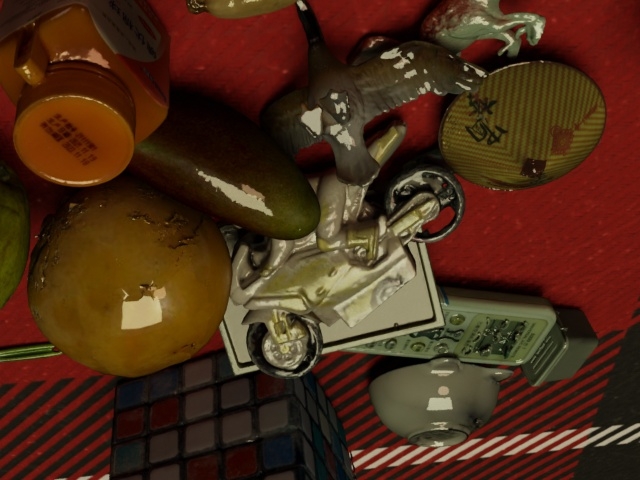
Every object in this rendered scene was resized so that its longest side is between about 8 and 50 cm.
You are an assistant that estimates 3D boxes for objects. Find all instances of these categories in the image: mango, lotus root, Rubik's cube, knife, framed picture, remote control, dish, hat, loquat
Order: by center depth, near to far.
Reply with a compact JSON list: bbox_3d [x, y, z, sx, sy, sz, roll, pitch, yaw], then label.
[{"bbox_3d":[-0.060,-0.258,0.914,0.151,0.062,0.073,-16,113,5],"label":"lotus root"},{"bbox_3d":[-0.114,-0.088,1.015,0.268,0.133,0.111,27,110,-9],"label":"mango"},{"bbox_3d":[0.232,-0.102,1.052,0.193,0.082,0.193,-1,137,0],"label":"hat"},{"bbox_3d":[-0.215,0.038,1.068,0.235,0.235,0.235,-5,136,-4],"label":"loquat"},{"bbox_3d":[-0.003,0.049,1.204,0.290,0.020,0.211,-14,111,5],"label":"framed picture"},{"bbox_3d":[-0.448,0.161,1.305,0.184,0.026,0.022,-6,106,-5],"label":"knife"},{"bbox_3d":[0.159,0.110,1.319,0.336,0.065,0.128,7,132,-16],"label":"remote control"},{"bbox_3d":[-0.118,0.355,1.366,0.293,0.291,0.286,-17,134,10],"label":"Rubik's cube"},{"bbox_3d":[0.187,0.259,1.414,0.228,0.086,0.236,-12,150,18],"label":"dish"}]

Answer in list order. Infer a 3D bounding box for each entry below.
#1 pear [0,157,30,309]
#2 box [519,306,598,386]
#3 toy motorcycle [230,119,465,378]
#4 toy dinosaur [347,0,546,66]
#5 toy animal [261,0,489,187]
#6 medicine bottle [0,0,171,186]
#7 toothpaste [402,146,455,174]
[{"bbox_3d":[-0.433,0.011,1.023,0.269,0.212,0.212,-40,129,8],"label":"pear"},{"bbox_3d":[0.349,0.155,1.386,0.069,0.084,0.122,2,136,-22],"label":"box"},{"bbox_3d":[0.000,0.000,1.122,0.341,0.108,0.223,-42,97,13],"label":"toy motorcycle"},{"bbox_3d":[0.154,-0.236,0.973,0.167,0.053,0.242,20,138,-17],"label":"toy dinosaur"},{"bbox_3d":[0.022,-0.161,0.958,0.273,0.160,0.197,-19,121,19],"label":"toy animal"},{"bbox_3d":[-0.220,-0.159,0.873,0.112,0.222,0.149,-24,133,15],"label":"medicine bottle"},{"bbox_3d":[0.203,-0.120,1.116,0.216,0.037,0.062,-25,141,20],"label":"toothpaste"}]
